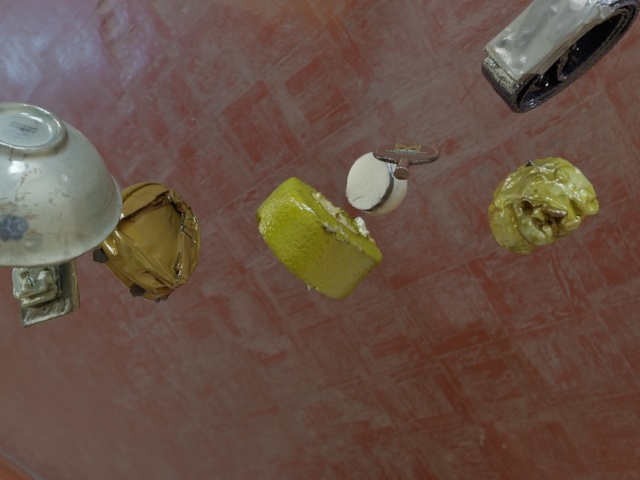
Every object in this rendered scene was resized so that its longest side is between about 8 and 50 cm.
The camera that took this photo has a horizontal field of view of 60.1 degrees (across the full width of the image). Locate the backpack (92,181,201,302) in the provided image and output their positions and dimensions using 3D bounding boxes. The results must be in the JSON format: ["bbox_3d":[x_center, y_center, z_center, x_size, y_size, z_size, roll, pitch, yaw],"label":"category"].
[{"bbox_3d":[-0.516,-0.002,1.698,0.201,0.378,0.353,-25,111,26],"label":"backpack"}]

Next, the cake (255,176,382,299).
[{"bbox_3d":[0.000,0.000,1.093,0.156,0.260,0.179,-50,42,11],"label":"cake"}]

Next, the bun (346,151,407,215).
[{"bbox_3d":[0.161,-0.150,1.481,0.173,0.120,0.173,-6,82,44],"label":"bun"}]

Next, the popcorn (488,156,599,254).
[{"bbox_3d":[0.480,-0.082,1.234,0.233,0.266,0.192,-27,103,22],"label":"popcorn"}]

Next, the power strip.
[{"bbox_3d":[-0.603,0.077,1.173,0.213,0.064,0.198,-20,77,31],"label":"power strip"}]

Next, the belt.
[{"bbox_3d":[0.365,-0.322,0.874,0.230,0.139,0.126,-42,59,30],"label":"belt"}]

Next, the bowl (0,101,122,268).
[{"bbox_3d":[-0.455,-0.119,0.842,0.313,0.313,0.146,38,132,9],"label":"bowl"}]

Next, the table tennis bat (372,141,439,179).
[{"bbox_3d":[0.133,-0.084,0.890,0.107,0.170,0.119,4,114,11],"label":"table tennis bat"}]
